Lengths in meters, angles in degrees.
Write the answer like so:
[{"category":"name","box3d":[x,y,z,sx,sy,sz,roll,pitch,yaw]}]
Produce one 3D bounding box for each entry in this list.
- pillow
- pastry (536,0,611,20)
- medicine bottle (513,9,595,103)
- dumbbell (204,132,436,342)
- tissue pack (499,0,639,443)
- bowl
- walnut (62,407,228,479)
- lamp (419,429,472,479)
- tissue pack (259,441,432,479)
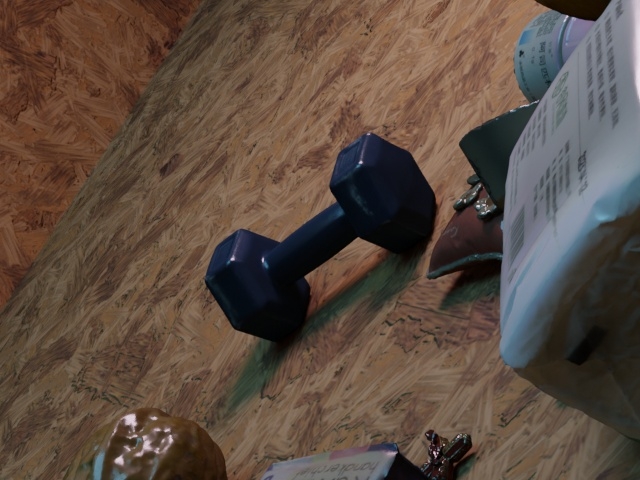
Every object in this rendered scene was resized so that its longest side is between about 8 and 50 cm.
[{"category":"pillow","box3d":[0.202,-0.037,1.903,0.179,0.075,0.171,-20,33,57]},{"category":"pastry","box3d":[0.354,-0.286,1.681,0.356,0.356,0.164,-122,39,-71]},{"category":"medicine bottle","box3d":[0.316,-0.212,1.915,0.135,0.135,0.168,-54,19,-18]},{"category":"dumbbell","box3d":[0.000,-0.001,2.186,0.316,0.156,0.143,-36,-8,30]},{"category":"tissue pack","box3d":[0.288,-0.036,1.452,0.266,0.193,0.356,-58,10,33]},{"category":"bowl","box3d":[0.257,-0.082,1.741,0.211,0.112,0.211,-14,-8,-2]},{"category":"walnut","box3d":[-0.208,0.297,1.976,0.213,0.213,0.213,-42,19,18]},{"category":"lamp","box3d":[0.112,0.225,1.643,0.063,0.031,0.083,-16,41,60]},{"category":"tissue pack","box3d":[-0.036,0.355,1.551,0.242,0.125,0.344,-20,33,55]}]
